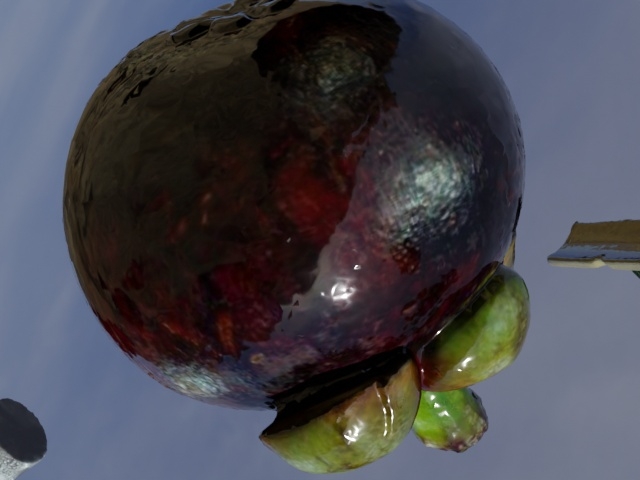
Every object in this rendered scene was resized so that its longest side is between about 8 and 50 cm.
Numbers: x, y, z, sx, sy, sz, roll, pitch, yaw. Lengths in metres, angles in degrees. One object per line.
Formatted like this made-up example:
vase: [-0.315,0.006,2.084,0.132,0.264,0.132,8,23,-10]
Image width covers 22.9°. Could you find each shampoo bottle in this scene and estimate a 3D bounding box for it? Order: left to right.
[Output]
shampoo bottle: [-0.290,0.191,1.167,0.207,0.063,0.057,-35,-157,24]

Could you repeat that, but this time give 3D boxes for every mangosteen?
mangosteen: [-0.010,-0.012,0.975,0.300,0.300,0.300,-47,-149,40]

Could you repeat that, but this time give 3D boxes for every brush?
brush: [0.277,0.010,1.408,0.054,0.048,0.282,-52,-169,-8]
